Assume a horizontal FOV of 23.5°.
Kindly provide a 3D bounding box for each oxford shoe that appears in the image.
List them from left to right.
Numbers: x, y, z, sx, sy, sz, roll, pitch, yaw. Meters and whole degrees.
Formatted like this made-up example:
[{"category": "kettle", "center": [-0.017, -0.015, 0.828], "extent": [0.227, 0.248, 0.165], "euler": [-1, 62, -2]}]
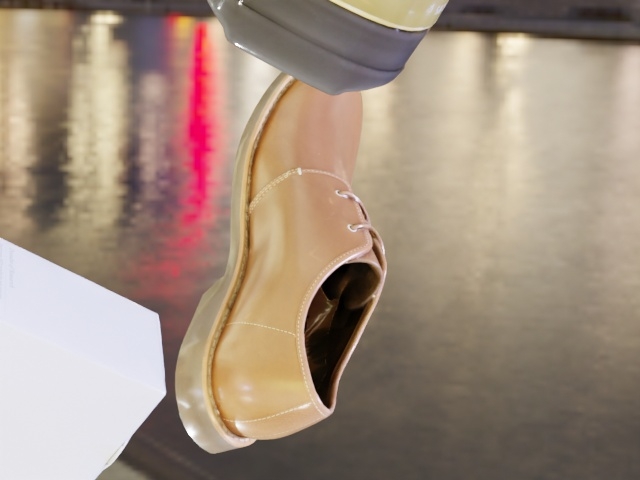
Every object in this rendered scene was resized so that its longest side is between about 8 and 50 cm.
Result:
[{"category": "oxford shoe", "center": [0.000, 0.000, 0.703], "extent": [0.076, 0.212, 0.076], "euler": [-11, -40, 29]}]

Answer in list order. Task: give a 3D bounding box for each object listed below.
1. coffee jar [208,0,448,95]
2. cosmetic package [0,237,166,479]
[{"category": "coffee jar", "center": [0.033, -0.137, 0.465], "extent": [0.079, 0.184, 0.096], "euler": [28, 30, -11]}, {"category": "cosmetic package", "center": [-0.381, 0.118, 1.658], "extent": [0.385, 0.217, 0.156], "euler": [29, 25, -29]}]
